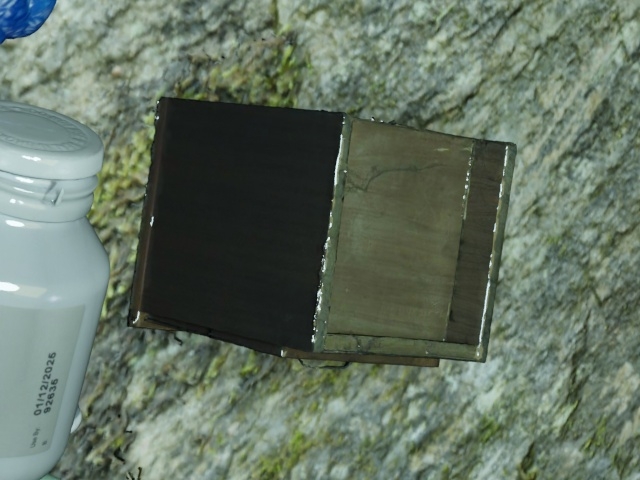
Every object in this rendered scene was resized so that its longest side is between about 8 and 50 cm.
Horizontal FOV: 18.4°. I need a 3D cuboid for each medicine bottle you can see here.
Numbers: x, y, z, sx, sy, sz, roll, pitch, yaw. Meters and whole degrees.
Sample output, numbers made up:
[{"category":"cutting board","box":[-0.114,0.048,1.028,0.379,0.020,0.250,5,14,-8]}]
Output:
[{"category":"medicine bottle","box":[-0.198,0.031,1.187,0.135,0.135,0.215,-3,117,-42]}]

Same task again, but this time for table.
[{"category":"table","box":[0.000,0.000,1.358,0.169,0.193,0.172,6,92,-43]}]

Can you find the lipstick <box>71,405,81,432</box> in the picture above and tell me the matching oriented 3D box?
[{"category":"lipstick","box":[-0.194,0.065,1.295,0.040,0.040,0.141,-31,116,-35]}]

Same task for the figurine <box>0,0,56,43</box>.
[{"category":"figurine","box":[-0.269,-0.116,1.109,0.262,0.164,0.120,-18,101,-40]}]

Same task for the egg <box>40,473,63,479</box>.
[{"category":"egg","box":[-0.186,0.228,1.250,0.149,0.149,0.192,-49,132,-26]}]
